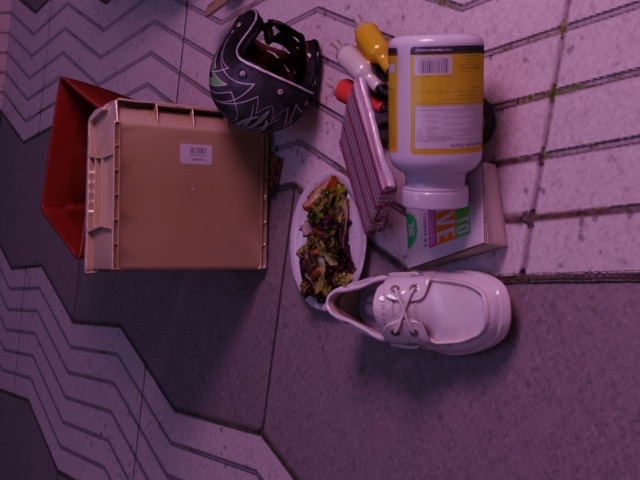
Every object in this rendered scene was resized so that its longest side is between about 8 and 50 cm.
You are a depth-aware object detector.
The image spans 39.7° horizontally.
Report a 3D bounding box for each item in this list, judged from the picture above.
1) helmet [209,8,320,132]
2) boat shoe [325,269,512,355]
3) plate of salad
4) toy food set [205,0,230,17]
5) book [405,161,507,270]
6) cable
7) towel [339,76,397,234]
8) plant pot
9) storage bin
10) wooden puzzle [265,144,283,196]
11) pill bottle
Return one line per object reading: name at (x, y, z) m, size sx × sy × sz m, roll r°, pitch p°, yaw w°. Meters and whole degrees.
helmet at (-0.085, -0.238, 1.303) m, size 0.169 × 0.169 × 0.162 m, roll -19°, pitch 56°, yaw 55°
boat shoe at (0.103, 0.085, 1.040) m, size 0.277 × 0.096 × 0.098 m, roll -8°, pitch 80°, yaw 57°
plate of salad at (0.000, 0.000, 1.253) m, size 0.199 × 0.048 × 0.200 m, roll -8°, pitch 81°, yaw 56°
toy food set at (-0.143, -0.485, 1.536) m, size 0.132 × 0.038 × 0.192 m, roll -14°, pitch 65°, yaw 51°
book at (0.154, -0.026, 1.037) m, size 0.144 × 0.035 × 0.096 m, roll -24°, pitch 64°, yaw 56°
cable at (0.094, -0.169, 1.098) m, size 0.287 × 0.072 × 0.140 m, roll 50°, pitch 126°, yaw 47°
towel at (0.060, -0.100, 1.095) m, size 0.197 × 0.029 × 0.144 m, roll 103°, pitch 152°, yaw -73°
plant pot at (-0.351, -0.130, 1.637) m, size 0.267 × 0.235 × 0.267 m, roll 36°, pitch 117°, yaw 52°
storage bin at (-0.225, -0.078, 1.400) m, size 0.123 × 0.262 × 0.261 m, roll 0°, pitch 89°, yaw 58°
wooden puzzle at (-0.078, -0.111, 1.421) m, size 0.049 × 0.006 × 0.083 m, roll 28°, pitch 111°, yaw 55°
pill bottle at (0.125, -0.130, 0.965) m, size 0.103 × 0.103 × 0.184 m, roll 17°, pitch 111°, yaw 56°
